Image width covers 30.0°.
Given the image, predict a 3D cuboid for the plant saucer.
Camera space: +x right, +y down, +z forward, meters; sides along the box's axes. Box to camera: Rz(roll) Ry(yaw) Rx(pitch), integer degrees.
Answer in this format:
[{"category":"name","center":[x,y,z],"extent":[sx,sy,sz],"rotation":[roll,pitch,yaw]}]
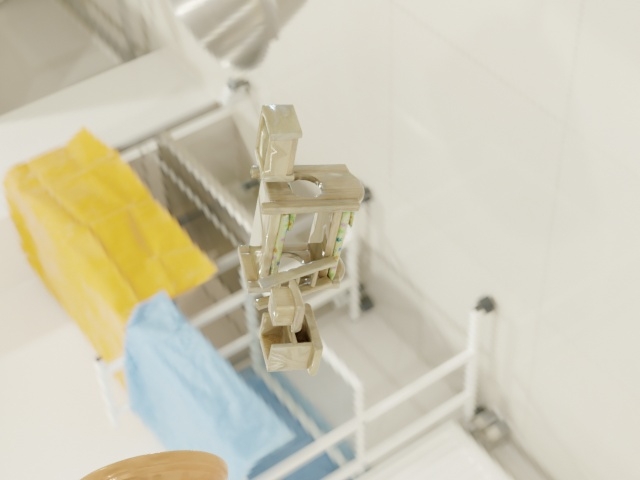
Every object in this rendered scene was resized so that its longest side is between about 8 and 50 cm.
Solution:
[{"category":"plant saucer","center":[-0.207,0.311,1.450],"extent":[0.200,0.200,0.037],"rotation":[104,154,-57]}]

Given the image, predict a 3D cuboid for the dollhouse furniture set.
[{"category":"dollhouse furniture set","center":[0.000,0.000,1.057],"extent":[0.182,0.101,0.161],"rotation":[103,158,-43]}]
